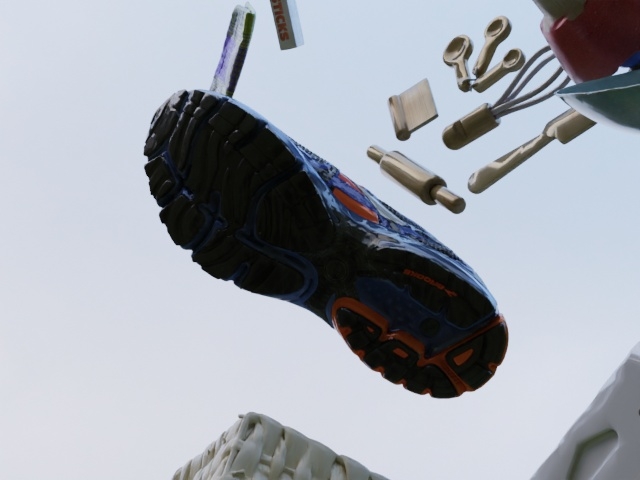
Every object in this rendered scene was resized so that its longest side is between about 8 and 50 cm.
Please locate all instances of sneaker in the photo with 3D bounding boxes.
[{"bbox_3d":[0.000,0.000,0.571,0.221,0.087,0.083,39,-77,4],"label":"sneaker"}]

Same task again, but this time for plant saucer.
[{"bbox_3d":[0.247,-0.095,0.677,0.195,0.195,0.037,-10,-81,11],"label":"plant saucer"}]

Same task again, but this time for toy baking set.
[{"bbox_3d":[0.142,-0.119,1.017,0.030,0.256,0.196,31,-80,-36],"label":"toy baking set"}]

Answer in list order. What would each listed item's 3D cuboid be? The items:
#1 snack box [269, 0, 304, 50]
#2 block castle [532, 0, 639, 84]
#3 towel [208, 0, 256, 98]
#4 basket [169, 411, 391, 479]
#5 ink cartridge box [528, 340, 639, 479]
[{"bbox_3d":[-0.049,-0.300,1.190,0.022,0.064,0.178,-10,-78,11],"label":"snack box"},{"bbox_3d":[0.306,-0.328,0.898,0.303,0.453,0.213,-35,-72,28],"label":"block castle"},{"bbox_3d":[-0.055,-0.095,0.622,0.009,0.060,0.083,17,-74,-15],"label":"towel"},{"bbox_3d":[-0.030,0.176,0.479,0.113,0.167,0.103,29,-43,-10],"label":"basket"},{"bbox_3d":[0.329,0.194,0.799,0.307,0.129,0.223,8,-53,-27],"label":"ink cartridge box"}]
